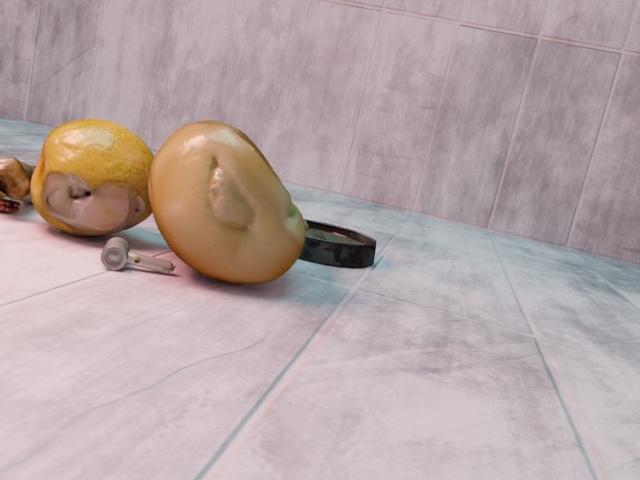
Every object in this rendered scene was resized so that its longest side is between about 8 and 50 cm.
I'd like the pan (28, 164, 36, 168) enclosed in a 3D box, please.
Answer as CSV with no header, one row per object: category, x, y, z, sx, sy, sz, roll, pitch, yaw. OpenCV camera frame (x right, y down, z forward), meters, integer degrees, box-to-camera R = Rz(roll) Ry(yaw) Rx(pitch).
pan,-0.943,-0.229,1.961,0.115,0.023,0.068,8,12,-26

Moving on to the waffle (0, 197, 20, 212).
waffle,-0.724,-0.083,1.390,0.083,0.029,0.075,14,0,15

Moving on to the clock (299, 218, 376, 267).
clock,-0.001,0.001,1.708,0.319,0.066,0.319,11,9,-2

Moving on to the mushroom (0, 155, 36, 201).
mushroom,-0.697,-0.136,1.430,0.081,0.100,0.312,-18,7,-14

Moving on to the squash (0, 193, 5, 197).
squash,-0.858,-0.142,1.470,0.229,0.066,0.066,7,11,-22

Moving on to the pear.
pear,-0.478,-0.130,1.328,0.271,0.271,0.271,12,10,-2

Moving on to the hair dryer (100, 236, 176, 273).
hair dryer,-0.343,0.035,1.171,0.137,0.047,0.082,15,8,-15

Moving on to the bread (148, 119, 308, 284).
bread,-0.199,-0.077,1.273,0.348,0.253,0.376,56,-1,-17
